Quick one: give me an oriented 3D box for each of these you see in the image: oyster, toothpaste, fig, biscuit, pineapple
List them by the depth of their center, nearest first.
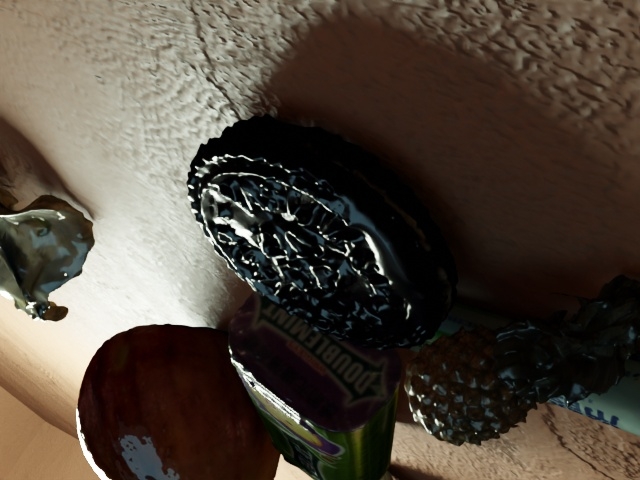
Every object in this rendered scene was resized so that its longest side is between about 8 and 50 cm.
[{"bbox_3d":[0.120,0.068,0.526,0.074,0.074,0.159,40,135,-19],"label":"pineapple"},{"bbox_3d":[0.000,0.000,0.589,0.195,0.053,0.194,27,150,17],"label":"biscuit"},{"bbox_3d":[0.126,0.074,0.612,0.297,0.048,0.075,15,152,45],"label":"toothpaste"},{"bbox_3d":[-0.153,0.207,1.033,0.224,0.224,0.263,-6,119,57],"label":"fig"},{"bbox_3d":[-0.375,0.003,1.043,0.238,0.114,0.351,26,163,-6],"label":"oyster"}]

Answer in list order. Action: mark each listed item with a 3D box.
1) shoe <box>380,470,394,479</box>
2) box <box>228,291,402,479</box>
[{"bbox_3d":[0.108,0.344,1.181,0.078,0.079,0.195,-9,139,5],"label":"shoe"},{"bbox_3d":[0.005,0.145,0.826,0.134,0.097,0.345,35,163,17],"label":"box"}]
